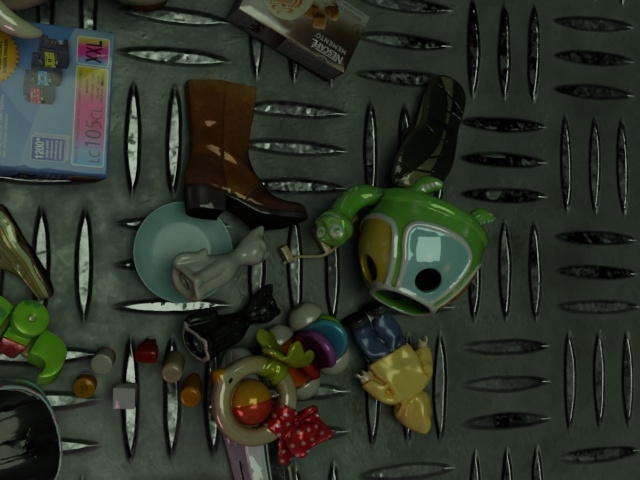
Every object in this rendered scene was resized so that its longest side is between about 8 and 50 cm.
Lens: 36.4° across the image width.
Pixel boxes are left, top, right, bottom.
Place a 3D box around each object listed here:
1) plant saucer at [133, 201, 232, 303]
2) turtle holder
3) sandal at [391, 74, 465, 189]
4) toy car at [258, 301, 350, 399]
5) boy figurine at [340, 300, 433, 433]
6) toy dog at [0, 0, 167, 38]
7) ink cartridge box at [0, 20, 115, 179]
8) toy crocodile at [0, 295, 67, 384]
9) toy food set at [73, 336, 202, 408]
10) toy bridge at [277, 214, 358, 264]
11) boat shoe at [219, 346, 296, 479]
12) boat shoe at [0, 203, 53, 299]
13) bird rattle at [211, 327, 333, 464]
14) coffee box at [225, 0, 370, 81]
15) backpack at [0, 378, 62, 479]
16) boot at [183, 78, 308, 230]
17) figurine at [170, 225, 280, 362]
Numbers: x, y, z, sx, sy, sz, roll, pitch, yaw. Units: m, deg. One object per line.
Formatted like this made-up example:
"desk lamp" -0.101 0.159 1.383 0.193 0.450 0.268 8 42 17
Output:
"plant saucer" -0.267 0.024 1.870 0.194 0.037 0.195 2 86 -22
"turtle holder" 0.174 0.008 1.922 0.320 0.243 0.228 37 65 -39
"sandal" 0.228 -0.215 2.063 0.120 0.086 0.303 34 60 -16
"toy car" -0.021 0.217 1.905 0.182 0.136 0.159 -36 100 -19
"boy figurine" 0.159 0.263 2.002 0.177 0.092 0.285 -33 100 -20
"toy dog" -0.415 -0.534 1.690 0.407 0.284 0.396 -1 58 -31
"ink cartridge box" -0.573 -0.248 1.703 0.395 0.151 0.270 3 86 -20
"toy crocodile" -0.583 0.125 1.680 0.340 0.115 0.105 38 50 -15
"toy food set" -0.336 0.244 1.817 0.232 0.104 0.111 1 101 -4
"toy bridge" 0.000 0.000 1.985 0.188 0.026 0.063 -32 100 -20
"boat shoe" -0.117 0.365 1.885 0.119 0.121 0.335 -11 97 -36
"boat shoe" -0.552 0.031 1.747 0.072 0.068 0.190 -31 89 -8
"bird rattle" -0.101 0.293 1.775 0.206 0.143 0.254 -11 104 -25
"coffee box" -0.045 -0.444 1.950 0.246 0.098 0.141 30 77 -18
"backpack" -0.570 0.348 1.648 0.253 0.191 0.225 -13 94 -15
"boot" -0.146 -0.169 1.915 0.264 0.096 0.281 7 70 -20
"figurine" -0.168 0.094 1.850 0.209 0.092 0.215 -26 122 -35
